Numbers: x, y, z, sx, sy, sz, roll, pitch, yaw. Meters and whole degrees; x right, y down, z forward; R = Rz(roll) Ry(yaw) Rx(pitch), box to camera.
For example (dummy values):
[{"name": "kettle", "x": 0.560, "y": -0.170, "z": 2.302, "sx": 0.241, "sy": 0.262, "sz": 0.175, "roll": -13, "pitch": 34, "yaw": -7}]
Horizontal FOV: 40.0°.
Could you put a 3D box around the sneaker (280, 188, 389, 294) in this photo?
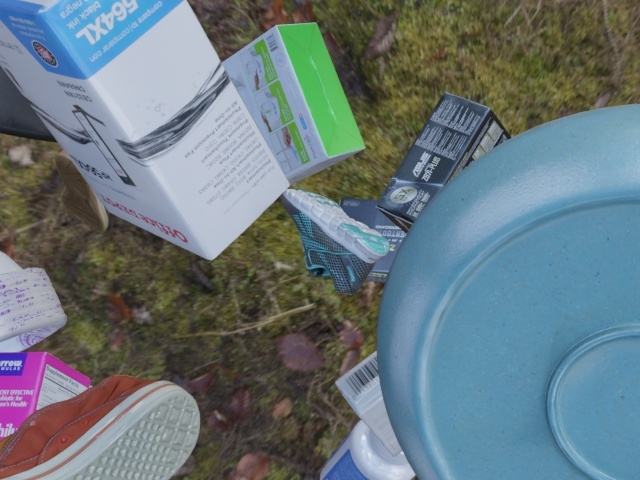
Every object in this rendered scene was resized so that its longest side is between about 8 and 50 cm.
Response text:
[{"name": "sneaker", "x": 0.000, "y": 0.000, "z": 0.932, "sx": 0.166, "sy": 0.065, "sz": 0.076, "roll": 41, "pitch": 112, "yaw": 49}]

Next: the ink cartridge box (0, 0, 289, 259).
[{"name": "ink cartridge box", "x": -0.130, "y": -0.097, "z": 0.587, "sx": 0.148, "sy": 0.203, "sz": 0.086, "roll": 22, "pitch": 60, "yaw": 45}]

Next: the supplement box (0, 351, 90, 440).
[{"name": "supplement box", "x": -0.373, "y": 0.255, "z": 1.064, "sx": 0.111, "sy": 0.114, "sz": 0.220, "roll": -4, "pitch": 61, "yaw": 17}]

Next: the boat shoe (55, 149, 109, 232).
[{"name": "boat shoe", "x": -0.516, "y": -0.133, "z": 2.011, "sx": 0.123, "sy": 0.342, "sz": 0.123, "roll": 30, "pitch": 64, "yaw": 10}]

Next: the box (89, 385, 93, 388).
[{"name": "box", "x": -0.457, "y": 0.341, "z": 1.573, "sx": 0.072, "sy": 0.126, "sz": 0.137, "roll": 19, "pitch": 134, "yaw": -22}]

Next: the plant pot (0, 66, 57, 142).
[{"name": "plant pot", "x": -0.294, "y": -0.207, "z": 0.956, "sx": 0.166, "sy": 0.188, "sz": 0.188, "roll": 23, "pitch": 104, "yaw": -27}]

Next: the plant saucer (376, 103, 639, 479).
[{"name": "plant saucer", "x": 0.177, "y": 0.087, "z": 0.480, "sx": 0.317, "sy": 0.044, "sz": 0.318, "roll": 8, "pitch": 113, "yaw": 19}]

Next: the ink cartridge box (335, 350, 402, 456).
[{"name": "ink cartridge box", "x": 0.100, "y": 0.130, "z": 0.836, "sx": 0.145, "sy": 0.179, "sz": 0.045, "roll": -37, "pitch": 63, "yaw": -4}]

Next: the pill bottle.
[{"name": "pill bottle", "x": 0.091, "y": 0.358, "z": 1.430, "sx": 0.124, "sy": 0.124, "sz": 0.222, "roll": 37, "pitch": 136, "yaw": 8}]

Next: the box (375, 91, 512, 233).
[{"name": "box", "x": 0.177, "y": -0.079, "z": 1.175, "sx": 0.077, "sy": 0.147, "sz": 0.180, "roll": 29, "pitch": 86, "yaw": 37}]

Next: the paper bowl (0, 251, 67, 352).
[{"name": "paper bowl", "x": -0.529, "y": 0.114, "z": 1.280, "sx": 0.284, "sy": 0.284, "sz": 0.148, "roll": -26, "pitch": 85, "yaw": 9}]

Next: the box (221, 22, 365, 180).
[{"name": "box", "x": -0.077, "y": -0.245, "z": 1.683, "sx": 0.231, "sy": 0.126, "sz": 0.262, "roll": -24, "pitch": 87, "yaw": 42}]

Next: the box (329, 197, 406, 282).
[{"name": "box", "x": 0.136, "y": 0.001, "z": 1.937, "sx": 0.232, "sy": 0.059, "sz": 0.184, "roll": 5, "pitch": 61, "yaw": 22}]

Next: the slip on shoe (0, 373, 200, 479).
[{"name": "slip on shoe", "x": -0.243, "y": 0.212, "z": 0.709, "sx": 0.101, "sy": 0.331, "sz": 0.123, "roll": 13, "pitch": 122, "yaw": 36}]
